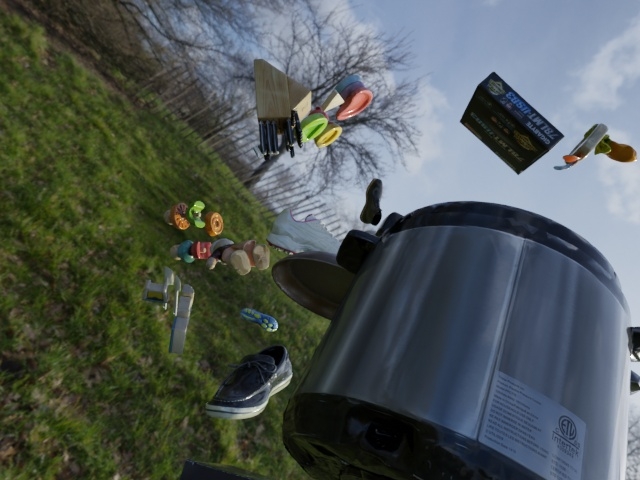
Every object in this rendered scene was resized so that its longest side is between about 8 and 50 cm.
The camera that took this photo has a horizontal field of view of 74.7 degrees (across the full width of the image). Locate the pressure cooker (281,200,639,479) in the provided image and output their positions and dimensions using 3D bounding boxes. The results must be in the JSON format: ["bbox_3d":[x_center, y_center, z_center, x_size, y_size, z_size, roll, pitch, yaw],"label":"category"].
[{"bbox_3d":[0.197,0.157,0.558,0.375,0.420,0.370,-6,-48,43],"label":"pressure cooker"}]

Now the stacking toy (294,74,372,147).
[{"bbox_3d":[0.018,-0.492,1.546,0.279,0.309,0.130,-18,72,-54],"label":"stacking toy"}]

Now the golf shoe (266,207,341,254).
[{"bbox_3d":[0.000,0.000,1.240,0.306,0.140,0.115,18,-7,-11],"label":"golf shoe"}]

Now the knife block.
[{"bbox_3d":[-0.150,-0.364,1.212,0.275,0.242,0.088,38,-18,11],"label":"knife block"}]

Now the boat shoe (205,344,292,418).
[{"bbox_3d":[-0.236,0.480,1.458,0.500,0.186,0.156,-2,91,-71],"label":"boat shoe"}]

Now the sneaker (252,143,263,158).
[{"bbox_3d":[-0.214,-0.372,1.708,0.065,0.076,0.166,61,13,-11],"label":"sneaker"}]

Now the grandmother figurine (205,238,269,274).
[{"bbox_3d":[-0.276,0.041,1.361,0.342,0.208,0.104,7,-80,59],"label":"grandmother figurine"}]

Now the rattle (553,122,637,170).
[{"bbox_3d":[0.687,-0.198,1.048,0.143,0.199,0.130,51,-44,0],"label":"rattle"}]

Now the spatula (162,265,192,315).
[{"bbox_3d":[-0.600,0.233,1.742,0.168,0.019,0.242,31,-52,16],"label":"spatula"}]

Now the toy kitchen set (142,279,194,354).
[{"bbox_3d":[-0.521,0.251,1.394,0.207,0.166,0.122,-99,-156,-53],"label":"toy kitchen set"}]

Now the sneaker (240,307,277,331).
[{"bbox_3d":[-0.280,0.359,1.936,0.188,0.067,0.078,28,-2,-11],"label":"sneaker"}]

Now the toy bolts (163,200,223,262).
[{"bbox_3d":[-0.511,-0.024,1.663,0.218,0.158,0.228,21,65,-69],"label":"toy bolts"}]

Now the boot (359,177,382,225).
[{"bbox_3d":[0.236,-0.156,1.743,0.137,0.077,0.198,-139,-120,-72],"label":"boot"}]

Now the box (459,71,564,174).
[{"bbox_3d":[0.615,-0.373,1.388,0.295,0.073,0.293,48,0,9],"label":"box"}]

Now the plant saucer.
[{"bbox_3d":[0.040,0.111,0.950,0.310,0.050,0.310,18,-30,11],"label":"plant saucer"}]

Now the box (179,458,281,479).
[{"bbox_3d":[-0.216,0.783,1.227,0.312,0.179,0.343,7,-29,18],"label":"box"}]

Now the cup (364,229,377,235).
[{"bbox_3d":[0.282,0.084,2.193,0.237,0.331,0.331,57,-6,31],"label":"cup"}]
